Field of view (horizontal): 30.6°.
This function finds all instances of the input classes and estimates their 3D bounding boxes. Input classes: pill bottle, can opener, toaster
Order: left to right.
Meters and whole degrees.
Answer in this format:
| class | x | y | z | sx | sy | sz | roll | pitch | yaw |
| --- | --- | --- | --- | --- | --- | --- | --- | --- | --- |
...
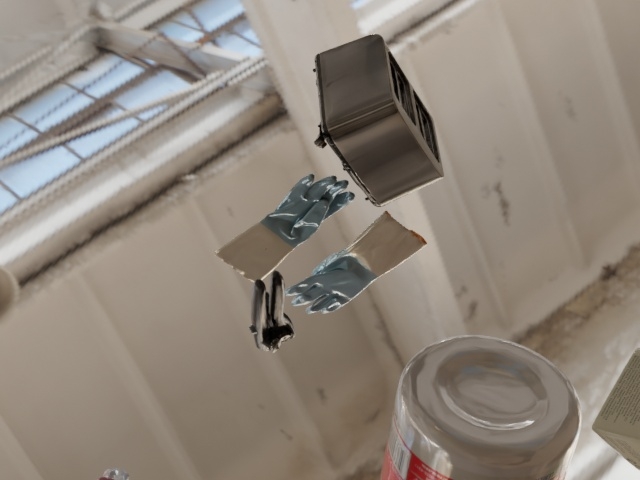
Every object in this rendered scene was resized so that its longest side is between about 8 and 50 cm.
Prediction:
| class | x | y | z | sx | sy | sz | roll | pitch | yaw |
| --- | --- | --- | --- | --- | --- | --- | --- | --- | --- |
| can opener | -0.071 | 0.093 | 1.536 | 0.059 | 0.073 | 0.186 | -36 | -20 | -15 |
| toaster | 0.072 | -0.151 | 1.515 | 0.110 | 0.185 | 0.168 | -23 | -46 | 19 |
| pill bottle | 0.187 | 0.343 | 1.534 | 0.229 | 0.229 | 0.407 | -17 | -47 | -30 |

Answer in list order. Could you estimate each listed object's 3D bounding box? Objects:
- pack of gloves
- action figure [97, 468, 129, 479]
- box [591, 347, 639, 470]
| class | x | y | z | sx | sy | sz | roll | pitch | yaw |
| --- | --- | --- | --- | --- | --- | --- | --- | --- | --- |
| pack of gloves | 0.000 | 0.000 | 1.646 | 0.195 | 0.046 | 0.232 | 38 | -56 | -22 |
| action figure | -0.304 | 0.456 | 1.545 | 0.248 | 0.276 | 0.370 | -46 | -54 | -3 |
| box | 0.405 | 0.185 | 1.134 | 0.094 | 0.275 | 0.113 | 41 | -106 | -25 |
